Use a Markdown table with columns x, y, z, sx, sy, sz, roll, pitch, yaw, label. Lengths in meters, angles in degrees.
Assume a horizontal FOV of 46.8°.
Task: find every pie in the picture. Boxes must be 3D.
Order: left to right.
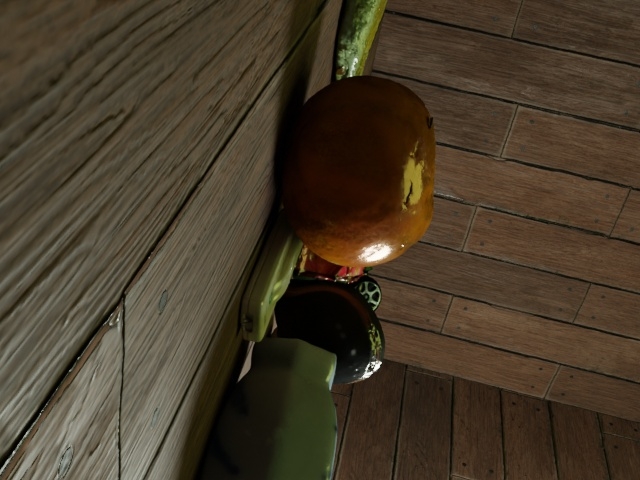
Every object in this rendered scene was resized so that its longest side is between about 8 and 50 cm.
| x | y | z | sx | sy | sz | roll | pitch | yaw | label |
| --- | --- | --- | --- | --- | --- | --- | --- | --- | --- |
| 0.078 | -0.425 | 1.524 | 0.323 | 0.071 | 0.323 | 17 | 90 | -87 | pie |

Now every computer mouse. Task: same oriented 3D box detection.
| x | y | z | sx | sy | sz | roll | pitch | yaw | label |
| --- | --- | --- | --- | --- | --- | --- | --- | --- | --- |
| -0.008 | 0.156 | 1.296 | 0.323 | 0.116 | 0.182 | -4 | -76 | 63 | computer mouse |

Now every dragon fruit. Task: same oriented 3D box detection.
| x | y | z | sx | sy | sz | roll | pitch | yaw | label |
| --- | --- | --- | --- | --- | --- | --- | --- | --- | --- |
| 0.000 | 0.000 | 1.429 | 0.261 | 0.163 | 0.189 | -57 | 133 | -79 | dragon fruit |

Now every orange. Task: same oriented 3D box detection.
| x | y | z | sx | sy | sz | roll | pitch | yaw | label |
| --- | --- | --- | --- | --- | --- | --- | --- | --- | --- |
| 0.059 | -0.101 | 1.096 | 0.284 | 0.226 | 0.283 | 7 | 90 | -82 | orange |

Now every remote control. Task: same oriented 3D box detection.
| x | y | z | sx | sy | sz | roll | pitch | yaw | label |
| --- | --- | --- | --- | --- | --- | --- | --- | --- | --- |
| -0.068 | 0.045 | 1.108 | 0.230 | 0.049 | 0.090 | -70 | 171 | -48 | remote control |

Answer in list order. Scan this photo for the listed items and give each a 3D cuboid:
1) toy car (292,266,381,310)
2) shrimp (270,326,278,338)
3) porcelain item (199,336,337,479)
| x | y | z | sx | sy | sz | roll | pitch | yaw | label |
| --- | --- | --- | --- | --- | --- | --- | --- | --- | --- |
| 0.025 | 0.059 | 1.648 | 0.213 | 0.177 | 0.358 | -168 | -97 | -67 | toy car |
| -0.107 | 0.309 | 1.464 | 0.154 | 0.062 | 0.294 | 109 | -4 | -53 | shrimp |
| -0.079 | 0.357 | 1.081 | 0.242 | 0.179 | 0.405 | 100 | 5 | -58 | porcelain item |
